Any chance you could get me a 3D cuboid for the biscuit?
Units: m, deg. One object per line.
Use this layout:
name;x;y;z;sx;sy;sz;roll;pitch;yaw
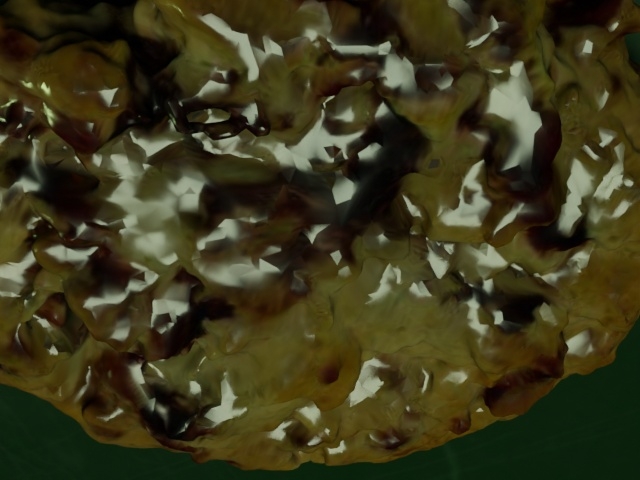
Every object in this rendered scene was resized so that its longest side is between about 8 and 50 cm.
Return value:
biscuit;0.001;-0.004;0.512;0.334;0.081;0.289;5;124;-13
